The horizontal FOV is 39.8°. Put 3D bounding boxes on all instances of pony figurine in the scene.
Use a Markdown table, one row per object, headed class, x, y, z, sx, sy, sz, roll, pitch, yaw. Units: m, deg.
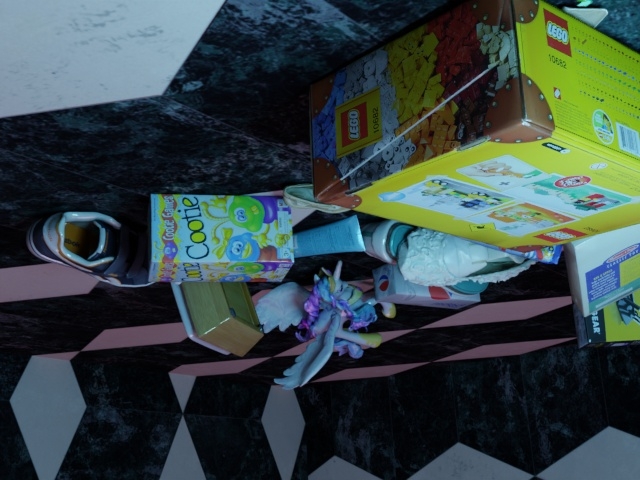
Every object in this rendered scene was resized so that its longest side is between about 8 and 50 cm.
| class | x | y | z | sx | sy | sz | roll | pitch | yaw |
| --- | --- | --- | --- | --- | --- | --- | --- | --- | --- |
| pony figurine | 0.020 | 0.211 | 2.373 | 0.351 | 0.302 | 0.363 | -45 | 143 | 16 |

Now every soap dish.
| class | x | y | z | sx | sy | sz | roll | pitch | yaw |
| --- | --- | --- | --- | --- | --- | --- | --- | --- | --- |
| soap dish | -0.248 | 0.145 | 2.128 | 0.118 | 0.228 | 0.291 | -23 | 159 | 8 |

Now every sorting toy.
| class | x | y | z | sx | sy | sz | roll | pitch | yaw |
| --- | --- | --- | --- | --- | --- | --- | --- | --- | --- |
| sorting toy | 0.340 | -0.297 | 1.153 | 0.062 | 0.012 | 0.083 | 2 | 164 | -10 |

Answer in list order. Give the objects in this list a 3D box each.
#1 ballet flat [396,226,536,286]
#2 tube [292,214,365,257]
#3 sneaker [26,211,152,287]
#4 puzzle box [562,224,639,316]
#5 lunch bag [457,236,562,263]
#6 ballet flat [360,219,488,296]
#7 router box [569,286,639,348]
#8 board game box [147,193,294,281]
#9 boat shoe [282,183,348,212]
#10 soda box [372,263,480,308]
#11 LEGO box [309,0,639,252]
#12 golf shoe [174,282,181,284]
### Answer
| class | x | y | z | sx | sy | sz | roll | pitch | yaw |
| --- | --- | --- | --- | --- | --- | --- | --- | --- | --- |
| ballet flat | 0.340 | 0.024 | 1.943 | 0.409 | 0.146 | 0.147 | -1 | 166 | -44 |
| tube | 0.000 | 0.000 | 1.951 | 0.207 | 0.080 | 0.052 | -10 | -166 | 32 |
| sneaker | -0.434 | 0.022 | 1.838 | 0.321 | 0.126 | 0.128 | 14 | 161 | -40 |
| puzzle box | 0.639 | -0.031 | 1.618 | 0.409 | 0.052 | 0.272 | -28 | 143 | 1 |
| lunch bag | 0.374 | -0.035 | 1.757 | 0.221 | 0.138 | 0.293 | 16 | 177 | 14 |
| ballet flat | 0.235 | 0.030 | 2.026 | 0.139 | 0.139 | 0.400 | -18 | 153 | 39 |
| router box | 0.655 | 0.068 | 1.876 | 0.243 | 0.308 | 0.081 | -4 | 164 | -2 |
| board game box | -0.204 | -0.002 | 1.772 | 0.276 | 0.144 | 0.142 | 0 | 162 | -13 |
| boat shoe | 0.004 | -0.086 | 1.696 | 0.153 | 0.056 | 0.048 | 5 | 167 | -1 |
| soda box | 0.282 | 0.119 | 2.334 | 0.286 | 0.091 | 0.098 | 8 | 159 | -32 |
| LEGO box | 0.293 | -0.144 | 1.316 | 0.500 | 0.193 | 0.373 | 12 | 159 | -40 |
| golf shoe | -0.202 | 0.034 | 1.934 | 0.273 | 0.120 | 0.105 | -4 | 161 | -3 |
